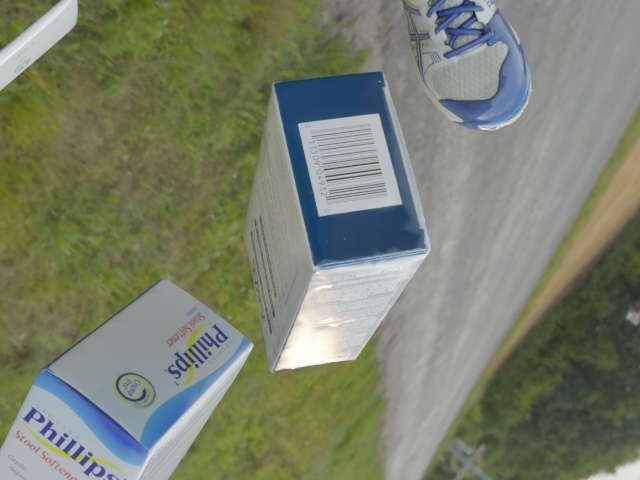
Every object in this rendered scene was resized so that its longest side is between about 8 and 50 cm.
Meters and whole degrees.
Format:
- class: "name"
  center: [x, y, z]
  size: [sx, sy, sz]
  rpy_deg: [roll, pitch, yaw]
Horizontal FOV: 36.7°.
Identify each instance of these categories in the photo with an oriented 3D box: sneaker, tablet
- class: "sneaker"
  center: [0.118, -0.248, 0.972]
  size: [0.111, 0.297, 0.131]
  rpy_deg: [-26, 155, 14]
- class: "tablet"
  center: [-0.163, -0.098, 0.518]
  size: [0.083, 0.006, 0.054]
  rpy_deg: [-45, -174, -14]

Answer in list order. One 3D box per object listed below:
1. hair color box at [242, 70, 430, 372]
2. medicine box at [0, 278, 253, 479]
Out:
- class: "hair color box"
  center: [0.000, 0.000, 0.942]
  size: [0.105, 0.174, 0.347]
  rpy_deg: [-8, 160, -12]
- class: "medicine box"
  center: [-0.247, 0.231, 1.140]
  size: [0.289, 0.149, 0.263]
  rpy_deg: [-58, 174, 28]
